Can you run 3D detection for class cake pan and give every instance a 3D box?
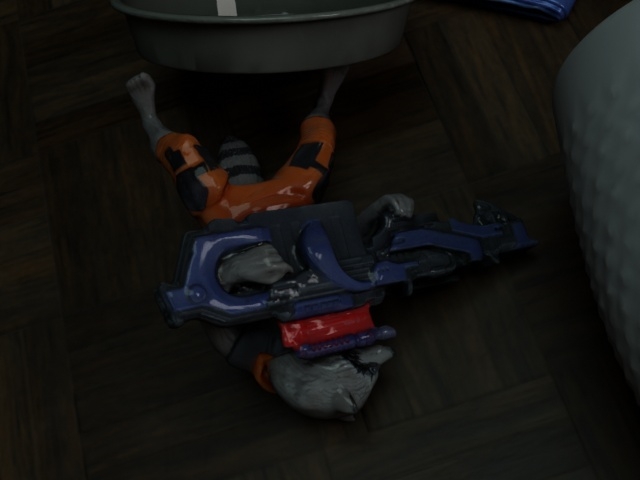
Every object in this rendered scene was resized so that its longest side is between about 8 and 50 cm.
[{"bbox_3d":[-0.048,-0.213,0.896,0.293,0.054,0.293,-2,23,1],"label":"cake pan"}]

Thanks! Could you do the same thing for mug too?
[{"bbox_3d":[0.306,-0.002,0.611,0.276,0.374,0.328,-14,65,20],"label":"mug"}]

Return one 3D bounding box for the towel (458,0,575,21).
[{"bbox_3d":[0.205,-0.389,1.039,0.243,0.040,0.336,18,65,19],"label":"towel"}]

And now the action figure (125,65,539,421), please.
[{"bbox_3d":[0.000,0.000,0.824,0.341,0.178,0.330,-1,62,-24],"label":"action figure"}]
